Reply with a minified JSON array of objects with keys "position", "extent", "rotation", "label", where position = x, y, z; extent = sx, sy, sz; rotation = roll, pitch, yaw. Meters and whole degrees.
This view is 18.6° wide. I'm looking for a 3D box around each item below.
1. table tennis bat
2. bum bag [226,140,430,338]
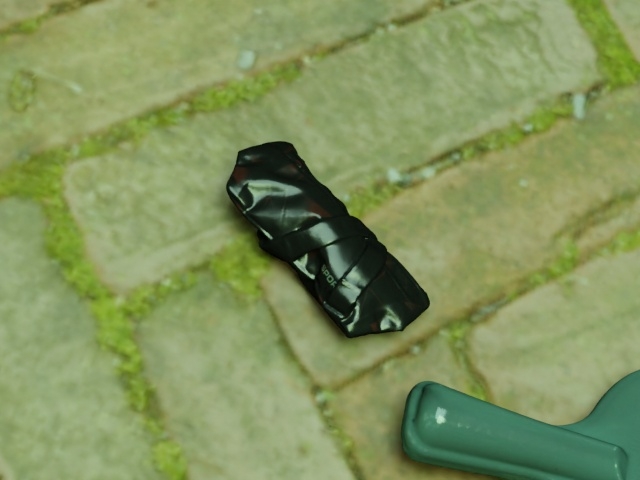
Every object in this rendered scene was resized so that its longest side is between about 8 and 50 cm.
[{"position":[0.156,0.118,0.955],"extent":[0.244,0.040,0.153],"rotation":[16,59,-7],"label":"table tennis bat"},{"position":[0.001,-0.001,0.987],"extent":[0.124,0.034,0.058],"rotation":[45,49,12],"label":"bum bag"}]
